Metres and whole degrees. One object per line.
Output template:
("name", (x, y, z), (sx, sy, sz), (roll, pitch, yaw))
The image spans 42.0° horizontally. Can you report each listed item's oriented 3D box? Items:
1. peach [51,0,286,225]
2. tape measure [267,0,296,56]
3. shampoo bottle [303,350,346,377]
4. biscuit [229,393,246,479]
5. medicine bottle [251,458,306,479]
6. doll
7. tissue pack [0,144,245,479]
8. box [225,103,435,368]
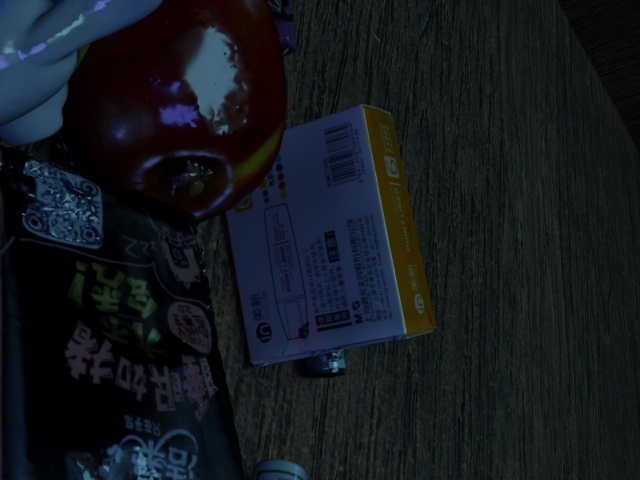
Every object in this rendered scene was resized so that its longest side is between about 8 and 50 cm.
("peach", (-0.133, -0.196, 0.879), (0.257, 0.201, 0.362), (34, 50, -44))
("tape measure", (-0.083, -0.314, 1.120), (0.125, 0.074, 0.118), (17, 62, -55))
("shampoo bottle", (-0.001, 0.074, 1.094), (0.057, 0.063, 0.208), (26, 55, -64))
("biscuit", (-0.117, 0.262, 0.865), (0.138, 0.031, 0.205), (4, 74, -68))
("medicine bottle", (-0.049, 0.347, 0.865), (0.092, 0.061, 0.221), (57, 29, -41))
("doll", (-0.283, -0.130, 0.661), (0.311, 0.242, 0.160), (-36, 142, -17))
("tissue pack", (-0.194, 0.093, 0.694), (0.245, 0.123, 0.332), (25, 39, -44))
("box", (0.000, 0.000, 0.985), (0.091, 0.220, 0.274), (3, 76, -60))
